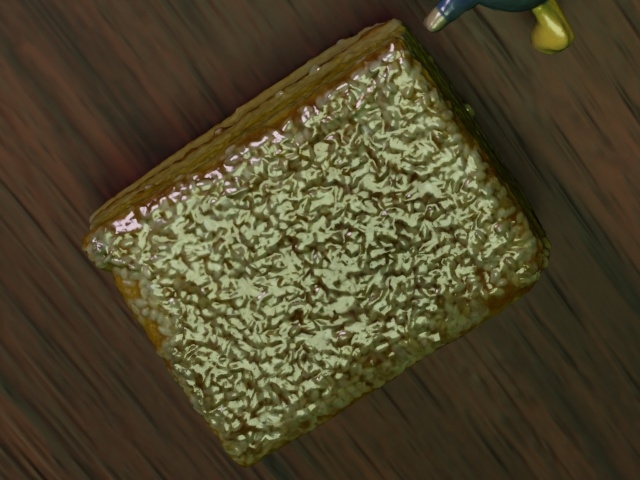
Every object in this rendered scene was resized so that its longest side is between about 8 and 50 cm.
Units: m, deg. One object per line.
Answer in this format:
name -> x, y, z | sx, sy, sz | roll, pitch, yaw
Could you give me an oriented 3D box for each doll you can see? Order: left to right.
doll -> 0.072, -0.168, 1.090 | 0.179, 0.089, 0.102 | 31, 69, -25

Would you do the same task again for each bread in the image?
bread -> 0.000, 0.000, 1.150 | 0.234, 0.110, 0.184 | -32, 108, 10
